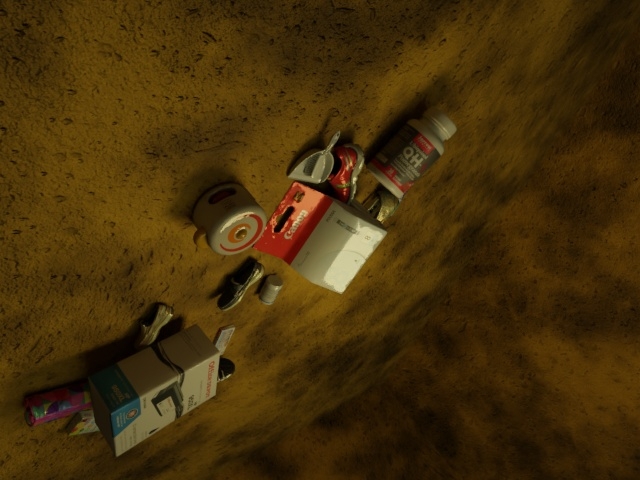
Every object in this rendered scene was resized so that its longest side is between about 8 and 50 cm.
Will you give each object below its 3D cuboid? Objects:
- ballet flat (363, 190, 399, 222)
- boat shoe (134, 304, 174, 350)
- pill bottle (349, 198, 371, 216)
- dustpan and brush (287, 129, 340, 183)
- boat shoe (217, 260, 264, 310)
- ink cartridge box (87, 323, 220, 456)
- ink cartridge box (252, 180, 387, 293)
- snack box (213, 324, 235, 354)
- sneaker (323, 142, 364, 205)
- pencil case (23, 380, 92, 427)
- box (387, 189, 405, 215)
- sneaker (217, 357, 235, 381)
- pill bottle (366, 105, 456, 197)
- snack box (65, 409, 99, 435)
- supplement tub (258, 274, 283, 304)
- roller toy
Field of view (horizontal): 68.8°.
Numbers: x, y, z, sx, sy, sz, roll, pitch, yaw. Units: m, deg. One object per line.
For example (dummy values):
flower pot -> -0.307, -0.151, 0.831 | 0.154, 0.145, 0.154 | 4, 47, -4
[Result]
ballet flat -> 0.188, -0.065, 1.951 | 0.123, 0.123, 0.348 | 3, 129, -50
boat shoe -> -0.579, 0.288, 1.576 | 0.190, 0.068, 0.072 | -53, 135, 4
pill bottle -> 0.069, -0.045, 1.798 | 0.246, 0.136, 0.136 | -50, 149, 15
dustpan and brush -> 0.000, -0.267, 1.497 | 0.147, 0.060, 0.211 | 4, 123, -41
boat shoe -> -0.302, 0.158, 1.704 | 0.223, 0.080, 0.073 | -46, 145, -3
ink cartridge box -> -0.559, 0.505, 1.616 | 0.395, 0.166, 0.285 | -25, 144, -39
ink cartridge box -> 0.000, 0.000, 1.668 | 0.385, 0.091, 0.308 | 23, 115, -28
snack box -> -0.417, 0.426, 1.969 | 0.064, 0.022, 0.178 | -7, 136, -43
sneaker -> 0.062, -0.220, 1.630 | 0.118, 0.107, 0.279 | -5, 134, -19
pencil case -> -0.843, 0.535, 1.550 | 0.236, 0.104, 0.104 | -6, 135, -44
box -> 0.310, -0.184, 1.973 | 0.059, 0.054, 0.169 | -7, 135, -45
sneaker -> -0.512, 0.611, 2.042 | 0.281, 0.106, 0.162 | -15, 147, -21
pill bottle -> 0.332, -0.324, 1.695 | 0.318, 0.176, 0.176 | -47, 150, 9
snack box -> -0.870, 0.685, 1.774 | 0.100, 0.037, 0.141 | -48, 150, 13
supplement tub -> -0.200, 0.198, 1.872 | 0.071, 0.071, 0.107 | -7, 137, -44
roller toy -> -0.266, -0.058, 1.387 | 0.209, 0.146, 0.191 | 9, 123, -52
